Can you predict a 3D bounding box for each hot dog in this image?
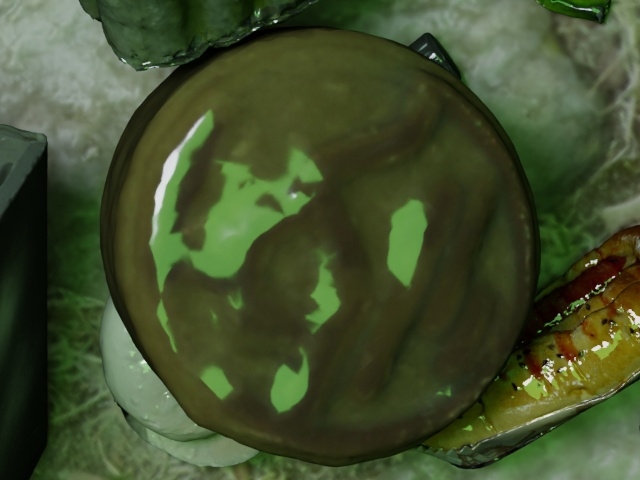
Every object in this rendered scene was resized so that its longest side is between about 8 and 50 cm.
[{"bbox_3d":[0.163,0.076,1.081,0.253,0.131,0.069,-33,114,13],"label":"hot dog"}]

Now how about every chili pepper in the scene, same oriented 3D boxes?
[{"bbox_3d":[0.165,-0.177,1.102,0.083,0.022,0.027,30,132,3],"label":"chili pepper"}]

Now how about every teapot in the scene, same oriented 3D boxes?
[{"bbox_3d":[0.045,-0.101,1.116,0.111,0.043,0.042,-35,90,14],"label":"teapot"}]

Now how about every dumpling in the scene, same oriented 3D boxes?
[{"bbox_3d":[-0.083,0.076,1.121,0.150,0.092,0.176,16,89,-2],"label":"dumpling"}]

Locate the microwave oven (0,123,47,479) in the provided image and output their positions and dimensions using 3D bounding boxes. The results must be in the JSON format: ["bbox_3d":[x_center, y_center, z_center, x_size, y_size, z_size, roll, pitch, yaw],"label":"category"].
[{"bbox_3d":[-0.421,0.056,1.024,0.432,0.236,0.374,13,131,6],"label":"microwave oven"}]

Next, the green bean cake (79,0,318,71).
[{"bbox_3d":[-0.070,-0.246,0.997,0.241,0.132,0.255,-27,60,-17],"label":"green bean cake"}]

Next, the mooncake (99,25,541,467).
[{"bbox_3d":[0.000,0.000,1.013,0.285,0.155,0.284,-1,95,-13],"label":"mooncake"}]
